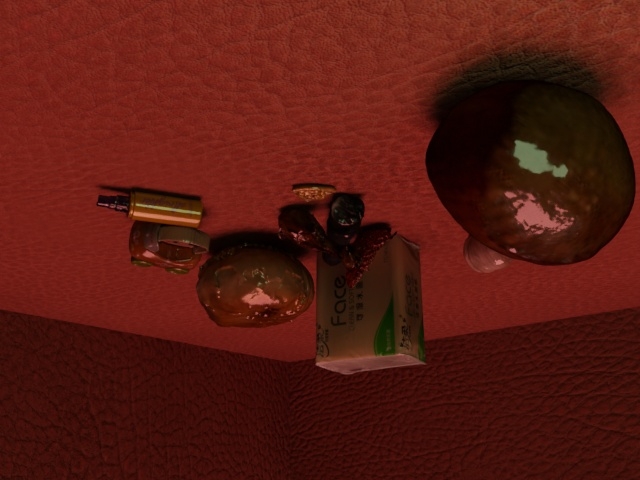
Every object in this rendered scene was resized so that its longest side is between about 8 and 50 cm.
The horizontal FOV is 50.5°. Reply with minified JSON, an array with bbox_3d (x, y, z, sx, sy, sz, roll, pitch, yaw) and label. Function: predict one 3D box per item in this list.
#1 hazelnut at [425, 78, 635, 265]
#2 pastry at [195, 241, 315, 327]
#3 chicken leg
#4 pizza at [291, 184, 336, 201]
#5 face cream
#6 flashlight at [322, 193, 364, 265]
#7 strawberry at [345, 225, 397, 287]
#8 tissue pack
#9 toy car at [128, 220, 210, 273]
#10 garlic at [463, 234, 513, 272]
[{"bbox_3d":[0.417,-0.141,1.383,0.421,0.352,0.421,12,-168,-3],"label":"hazelnut"},{"bbox_3d":[-0.218,0.144,2.244,0.410,0.244,0.409,-4,159,-1],"label":"pastry"},{"bbox_3d":[0.000,0.000,1.904,0.304,0.093,0.113,32,141,32],"label":"chicken leg"},{"bbox_3d":[-0.021,-0.122,1.841,0.123,0.026,0.108,0,162,-6],"label":"pizza"},{"bbox_3d":[-0.459,-0.089,1.827,0.274,0.078,0.078,8,158,-23],"label":"face cream"},{"bbox_3d":[0.059,-0.017,2.034,0.103,0.103,0.424,0,160,-5],"label":"flashlight"},{"bbox_3d":[0.132,0.036,2.087,0.087,0.208,0.167,41,141,-7],"label":"strawberry"},{"bbox_3d":[0.160,0.216,2.242,0.332,0.404,0.205,-13,154,30],"label":"tissue pack"},{"bbox_3d":[-0.422,0.001,1.953,0.235,0.145,0.235,3,164,1],"label":"toy car"},{"bbox_3d":[0.491,-0.030,1.979,0.212,0.218,0.219,47,145,-8],"label":"garlic"}]
